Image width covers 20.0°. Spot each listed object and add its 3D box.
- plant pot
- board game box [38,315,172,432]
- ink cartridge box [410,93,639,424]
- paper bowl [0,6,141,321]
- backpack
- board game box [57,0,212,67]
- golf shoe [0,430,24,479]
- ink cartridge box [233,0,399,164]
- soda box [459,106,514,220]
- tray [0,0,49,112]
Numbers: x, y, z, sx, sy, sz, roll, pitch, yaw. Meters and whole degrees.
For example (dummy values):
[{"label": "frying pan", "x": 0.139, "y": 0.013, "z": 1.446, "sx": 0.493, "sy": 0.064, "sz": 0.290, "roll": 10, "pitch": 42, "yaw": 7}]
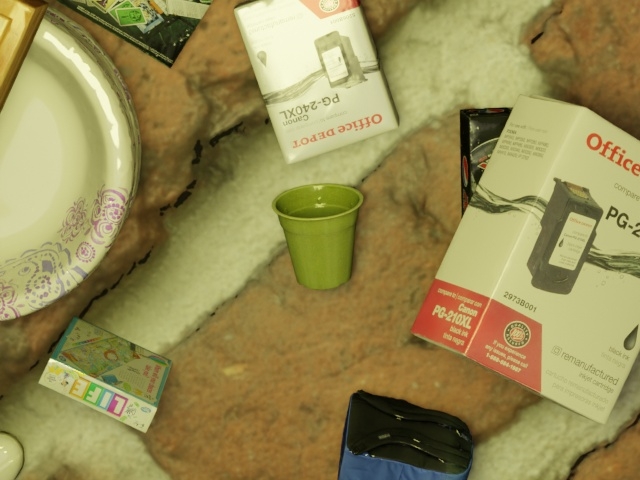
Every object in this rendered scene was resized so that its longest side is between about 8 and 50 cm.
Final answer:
[{"label": "plant pot", "x": 0.000, "y": 0.000, "z": 1.651, "sx": 0.083, "sy": 0.083, "sz": 0.079, "roll": -4, "pitch": 113, "yaw": 1}, {"label": "board game box", "x": -0.191, "y": 0.118, "z": 1.632, "sx": 0.103, "sy": 0.154, "sz": 0.026, "roll": 25, "pitch": 100, "yaw": -4}, {"label": "ink cartridge box", "x": 0.213, "y": 0.015, "z": 1.585, "sx": 0.172, "sy": 0.100, "sz": 0.237, "roll": 27, "pitch": 87, "yaw": -29}, {"label": "paper bowl", "x": -0.300, "y": -0.078, "z": 1.596, "sx": 0.284, "sy": 0.148, "sz": 0.284, "roll": 0, "pitch": 102, "yaw": 1}, {"label": "backpack", "x": 0.078, "y": 0.203, "z": 1.680, "sx": 0.120, "sy": 0.098, "sz": 0.101, "roll": 9, "pitch": 131, "yaw": -1}, {"label": "board game box", "x": -0.207, "y": -0.274, "z": 1.587, "sx": 0.259, "sy": 0.030, "sz": 0.136, "roll": 30, "pitch": 103, "yaw": -19}, {"label": "golf shoe", "x": -0.359, "y": 0.245, "z": 1.695, "sx": 0.186, "sy": 0.086, "sz": 0.067, "roll": -32, "pitch": 98, "yaw": 5}, {"label": "ink cartridge box", "x": -0.002, "y": -0.155, "z": 1.621, "sx": 0.109, "sy": 0.063, "sz": 0.150, "roll": -19, "pitch": 101, "yaw": 4}, {"label": "soda box", "x": 0.158, "y": -0.034, "z": 1.646, "sx": 0.053, "sy": 0.060, "sz": 0.169, "roll": -4, "pitch": 102, "yaw": -5}, {"label": "tray", "x": -0.404, "y": -0.052, "z": 1.493, "sx": 0.202, "sy": 0.076, "sz": 0.411, "roll": 26, "pitch": 101, "yaw": -3}]
